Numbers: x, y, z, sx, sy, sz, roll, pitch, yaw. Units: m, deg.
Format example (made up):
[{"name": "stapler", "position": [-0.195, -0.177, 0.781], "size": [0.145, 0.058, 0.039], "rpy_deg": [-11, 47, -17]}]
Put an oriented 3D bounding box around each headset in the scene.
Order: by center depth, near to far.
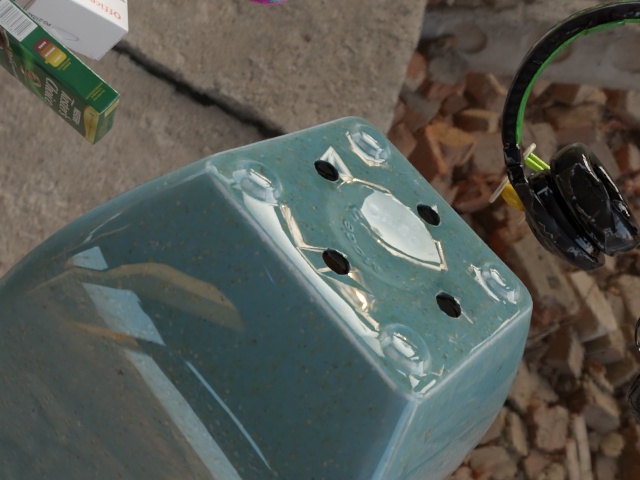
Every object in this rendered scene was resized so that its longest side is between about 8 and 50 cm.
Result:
[{"name": "headset", "position": [0.319, -0.035, 0.913], "size": [0.185, 0.243, 0.394], "rpy_deg": [-55, 130, -65]}]

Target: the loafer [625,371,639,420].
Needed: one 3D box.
[{"name": "loafer", "position": [0.458, 0.132, 1.152], "size": [0.076, 0.078, 0.223], "rpy_deg": [22, 107, -29]}]

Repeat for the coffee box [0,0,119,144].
[{"name": "coffee box", "position": [-0.329, -0.205, 1.124], "size": [0.184, 0.113, 0.040], "rpy_deg": [42, 67, -6]}]

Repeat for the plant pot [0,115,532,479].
[{"name": "plant pot", "position": [-0.033, 0.073, 0.517], "size": [0.248, 0.252, 0.247], "rpy_deg": [48, 36, 13]}]

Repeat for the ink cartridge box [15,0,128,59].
[{"name": "ink cartridge box", "position": [-0.434, -0.460, 1.616], "size": [0.172, 0.100, 0.237], "rpy_deg": [23, 48, -43]}]

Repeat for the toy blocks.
[{"name": "toy blocks", "position": [0.315, -0.047, 1.250], "size": [0.148, 0.123, 0.054], "rpy_deg": [39, 58, 8]}]

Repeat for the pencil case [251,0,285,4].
[{"name": "pencil case", "position": [-0.018, -0.279, 0.629], "size": [0.104, 0.236, 0.104], "rpy_deg": [11, 49, -13]}]
